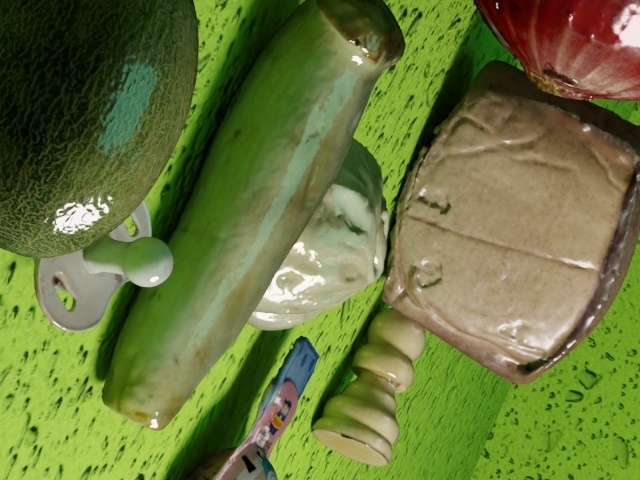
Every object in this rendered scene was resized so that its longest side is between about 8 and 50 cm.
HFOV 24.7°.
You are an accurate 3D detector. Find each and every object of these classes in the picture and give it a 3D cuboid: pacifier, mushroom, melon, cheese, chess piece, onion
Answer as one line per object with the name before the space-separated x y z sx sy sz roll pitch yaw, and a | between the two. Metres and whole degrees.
pacifier | -0.119 0.006 0.829 0.099 0.078 0.081 -53 139 -34
mushroom | -0.046 -0.028 0.998 0.333 0.087 0.107 -63 160 2
melon | -0.119 -0.064 0.658 0.167 0.114 0.114 -62 164 6
cheese | -0.072 0.217 1.281 0.286 0.074 0.189 -63 165 -13
chess piece | 0.066 0.153 1.602 0.094 0.094 0.170 74 39 -66
onion | 0.295 -0.269 1.346 0.341 0.341 0.341 -56 161 -30

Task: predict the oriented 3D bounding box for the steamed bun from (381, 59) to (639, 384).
steamed bun | 0.211 -0.023 1.567 0.199 0.252 0.301 -49 163 -74

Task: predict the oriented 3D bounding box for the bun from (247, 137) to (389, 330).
bun | 0.000 0.000 1.146 0.183 0.102 0.183 -53 160 -28
